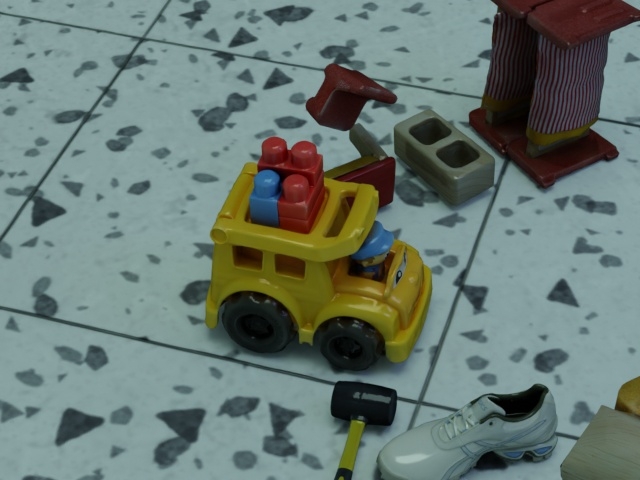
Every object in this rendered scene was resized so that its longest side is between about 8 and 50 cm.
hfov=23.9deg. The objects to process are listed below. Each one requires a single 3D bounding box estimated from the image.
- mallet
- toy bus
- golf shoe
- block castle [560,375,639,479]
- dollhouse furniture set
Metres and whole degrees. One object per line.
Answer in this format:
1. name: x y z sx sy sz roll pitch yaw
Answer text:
1. mallet: 0.033 0.208 1.391 0.062 0.039 0.189 2 46 8
2. toy bus: 0.000 0.000 1.491 0.220 0.211 0.149 12 42 12
3. golf shoe: 0.134 0.171 1.390 0.176 0.086 0.069 -15 46 -13
4. block castle: 0.326 0.244 1.041 0.213 0.453 0.303 21 45 32
5. dollhouse furniture set: 0.156 -0.143 1.652 0.374 0.201 0.152 -25 47 -25
